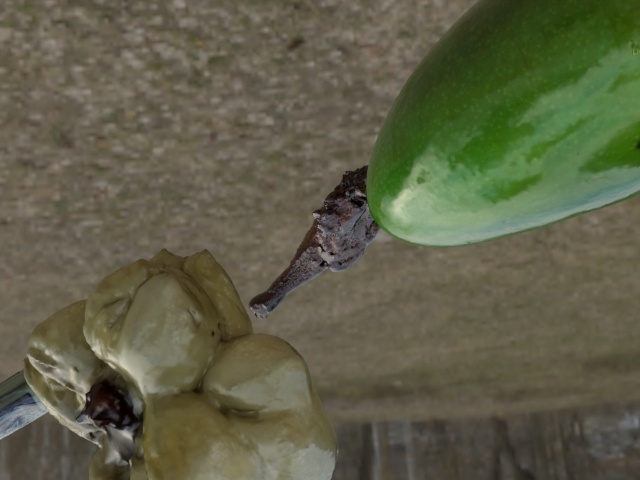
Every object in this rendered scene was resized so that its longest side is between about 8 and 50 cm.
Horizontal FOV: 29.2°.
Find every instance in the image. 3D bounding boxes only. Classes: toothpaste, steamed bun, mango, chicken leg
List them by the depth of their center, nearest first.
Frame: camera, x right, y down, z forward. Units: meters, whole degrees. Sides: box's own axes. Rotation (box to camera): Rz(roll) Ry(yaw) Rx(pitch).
[{"bbox_3d":[-0.083,0.100,0.681,0.106,0.177,0.192,-25,171,-39],"label":"steamed bun"},{"bbox_3d":[-0.214,0.114,0.891,0.233,0.038,0.060,-31,156,-8],"label":"toothpaste"},{"bbox_3d":[0.191,-0.114,0.949,0.382,0.201,0.225,-34,-172,27],"label":"mango"},{"bbox_3d":[0.005,-0.002,1.195,0.093,0.053,0.205,-12,140,-47],"label":"chicken leg"}]
